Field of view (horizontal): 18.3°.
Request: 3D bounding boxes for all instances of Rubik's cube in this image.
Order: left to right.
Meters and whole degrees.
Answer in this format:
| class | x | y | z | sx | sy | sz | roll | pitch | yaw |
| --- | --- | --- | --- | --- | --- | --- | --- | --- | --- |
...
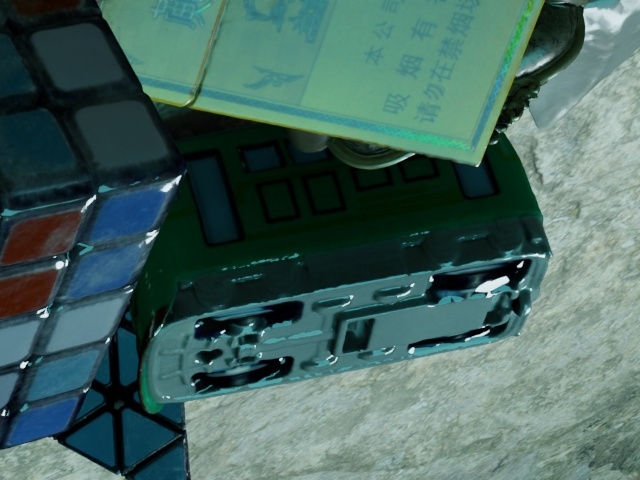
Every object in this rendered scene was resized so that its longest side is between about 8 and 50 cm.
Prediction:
| class | x | y | z | sx | sy | sz | roll | pitch | yaw |
| --- | --- | --- | --- | --- | --- | --- | --- | --- | --- |
| Rubik's cube | -0.288 | -0.040 | 1.147 | 0.292 | 0.287 | 0.293 | -14 | 151 | -32 |
| Rubik's cube | -0.220 | 0.151 | 1.893 | 0.178 | 0.211 | 0.190 | -2 | 175 | -9 |

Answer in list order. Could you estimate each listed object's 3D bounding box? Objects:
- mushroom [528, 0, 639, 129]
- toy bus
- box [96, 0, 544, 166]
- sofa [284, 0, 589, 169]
| class | x | y | z | sx | sy | sz | roll | pitch | yaw |
| --- | --- | --- | --- | --- | --- | --- | --- | --- | --- |
| mushroom | 0.319 | -0.243 | 1.603 | 0.397 | 0.126 | 0.177 | -26 | 145 | 8 |
| toy bus | 0.000 | 0.000 | 1.618 | 0.343 | 0.199 | 0.183 | -10 | 154 | -13 |
| box | -0.009 | -0.172 | 1.253 | 0.301 | 0.084 | 0.193 | 10 | 112 | -24 |
| sofa | 0.072 | -0.181 | 1.416 | 0.258 | 0.182 | 0.200 | -28 | 156 | -5 |
